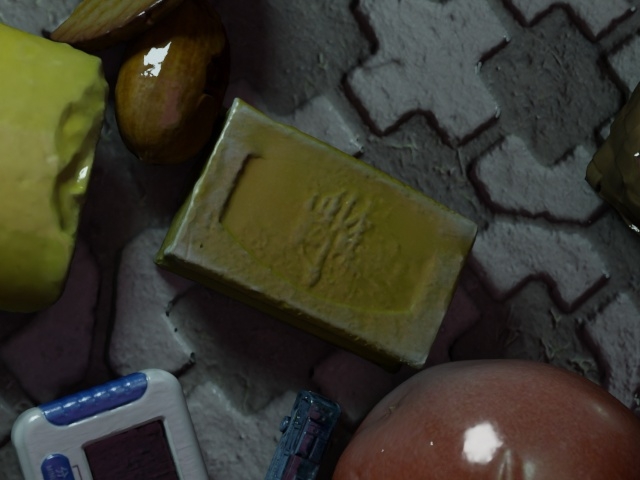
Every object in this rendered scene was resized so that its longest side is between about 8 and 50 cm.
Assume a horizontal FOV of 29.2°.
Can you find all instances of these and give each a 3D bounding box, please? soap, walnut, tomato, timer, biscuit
[{"bbox_3d":[0.000,0.000,1.332,0.315,0.091,0.199,27,80,-15],"label":"soap"},{"bbox_3d":[-0.152,-0.174,1.287,0.115,0.116,0.207,14,74,-17],"label":"walnut"},{"bbox_3d":[-0.433,-0.099,1.181,0.427,0.115,0.306,16,86,-16],"label":"soap"},{"bbox_3d":[0.171,0.254,1.253,0.341,0.341,0.273,-35,85,-17],"label":"tomato"},{"bbox_3d":[-0.200,0.271,1.254,0.178,0.078,0.253,-17,93,-21],"label":"timer"},{"bbox_3d":[-0.184,-0.275,1.281,0.228,0.176,0.031,-29,132,14],"label":"biscuit"}]

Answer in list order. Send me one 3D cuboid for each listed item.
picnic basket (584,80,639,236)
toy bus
[{"bbox_3d":[0.508,-0.121,1.390,0.293,0.337,0.337,38,76,-13],"label":"picnic basket"},{"bbox_3d":[-0.028,0.244,1.319,0.047,0.065,0.166,24,81,-15],"label":"toy bus"}]
